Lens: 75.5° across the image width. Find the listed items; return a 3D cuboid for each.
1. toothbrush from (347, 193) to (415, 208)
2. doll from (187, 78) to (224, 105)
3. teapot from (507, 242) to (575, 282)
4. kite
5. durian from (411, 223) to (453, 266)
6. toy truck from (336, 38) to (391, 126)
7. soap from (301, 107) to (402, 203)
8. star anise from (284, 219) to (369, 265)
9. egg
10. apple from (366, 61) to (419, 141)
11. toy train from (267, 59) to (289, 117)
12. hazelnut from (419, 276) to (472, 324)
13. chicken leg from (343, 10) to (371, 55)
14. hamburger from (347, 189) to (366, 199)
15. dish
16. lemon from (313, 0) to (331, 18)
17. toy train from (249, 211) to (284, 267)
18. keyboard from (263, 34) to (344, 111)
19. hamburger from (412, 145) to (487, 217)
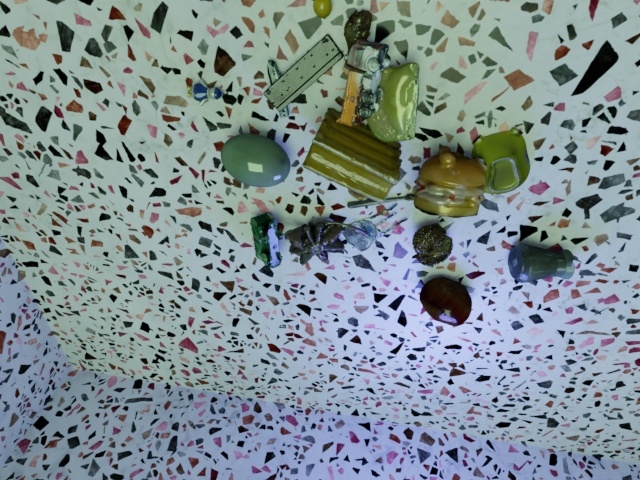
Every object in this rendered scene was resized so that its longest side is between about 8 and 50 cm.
[{"bbox_3d":[0.257,-0.167,1.774,0.297,0.030,0.030,-6,101,17],"label":"toothbrush"},{"bbox_3d":[-0.437,-0.562,1.575,0.142,0.058,0.099,5,108,5],"label":"doll"},{"bbox_3d":[0.944,0.105,1.788,0.224,0.171,0.203,2,160,1],"label":"teapot"},{"bbox_3d":[0.249,-0.053,1.875,0.309,0.015,0.169,-25,119,30],"label":"kite"},{"bbox_3d":[0.474,0.024,1.788,0.195,0.167,0.196,-1,98,-10],"label":"durian"},{"bbox_3d":[0.140,-0.523,1.390,0.135,0.114,0.271,25,129,18],"label":"toy truck"},{"bbox_3d":[0.123,-0.319,1.512,0.334,0.294,0.156,23,128,-9],"label":"soap"},{"bbox_3d":[0.000,0.000,1.904,0.359,0.139,0.316,17,139,-23],"label":"star anise"},{"bbox_3d":[-0.257,-0.316,1.639,0.282,0.203,0.203,20,129,-1],"label":"egg"},{"bbox_3d":[0.257,-0.490,1.465,0.193,0.120,0.265,9,120,22],"label":"apple"},{"bbox_3d":[-0.156,-0.561,1.530,0.047,0.043,0.208,-6,126,11],"label":"toy train"},{"bbox_3d":[0.598,0.284,1.963,0.251,0.217,0.217,34,130,14],"label":"hazelnut"},{"bbox_3d":[0.115,-0.665,1.392,0.084,0.069,0.198,-6,137,-15],"label":"chicken leg"},{"bbox_3d":[0.172,-0.231,1.703,0.126,0.082,0.141,17,128,-3],"label":"hamburger"},{"bbox_3d":[0.682,-0.274,1.559,0.220,0.108,0.263,-9,126,16],"label":"dish"},{"bbox_3d":[0.006,-0.758,1.333,0.062,0.062,0.083,-4,127,14],"label":"lemon"},{"bbox_3d":[-0.244,0.005,1.910,0.154,0.115,0.270,39,144,40],"label":"toy train"},{"bbox_3d":[-0.062,-0.587,1.476,0.309,0.018,0.101,-35,119,21],"label":"keyboard"},{"bbox_3d":[0.487,-0.222,1.549,0.276,0.276,0.237,6,110,6],"label":"hamburger"}]
